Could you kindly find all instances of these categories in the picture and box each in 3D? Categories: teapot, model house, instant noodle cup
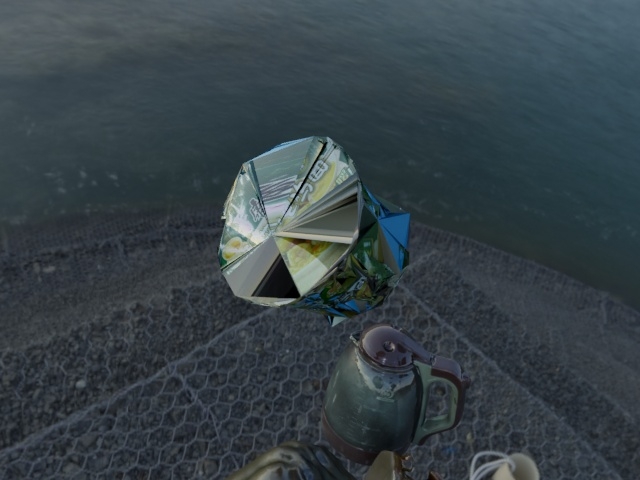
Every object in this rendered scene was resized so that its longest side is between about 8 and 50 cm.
[{"bbox_3d":[0.174,0.345,1.306,0.315,0.312,0.233,18,35,11],"label":"teapot"},{"bbox_3d":[0.202,0.551,1.161,0.229,0.199,0.219,31,24,0],"label":"model house"},{"bbox_3d":[0.000,0.000,0.783,0.178,0.240,0.240,30,20,-52],"label":"instant noodle cup"}]

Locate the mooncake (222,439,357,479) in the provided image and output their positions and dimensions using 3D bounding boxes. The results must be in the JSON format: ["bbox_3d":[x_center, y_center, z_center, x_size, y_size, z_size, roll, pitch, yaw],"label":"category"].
[{"bbox_3d":[-0.013,0.405,0.735,0.161,0.290,0.290,-36,53,5],"label":"mooncake"}]
